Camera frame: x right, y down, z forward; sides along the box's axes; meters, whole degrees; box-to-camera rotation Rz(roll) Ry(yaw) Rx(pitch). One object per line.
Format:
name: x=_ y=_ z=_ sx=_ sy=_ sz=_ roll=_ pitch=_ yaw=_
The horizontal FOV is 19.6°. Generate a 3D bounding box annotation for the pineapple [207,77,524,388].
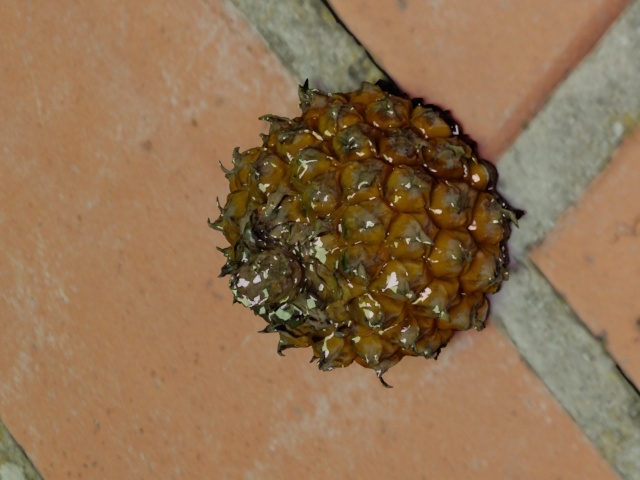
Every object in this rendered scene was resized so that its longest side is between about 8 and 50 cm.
pineapple: x=0.000 y=0.004 z=1.023 sx=0.176 sy=0.137 sz=0.161 roll=40 pitch=130 yaw=24
